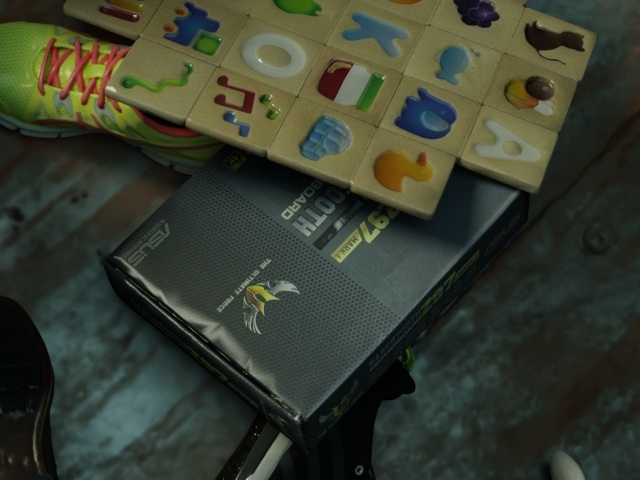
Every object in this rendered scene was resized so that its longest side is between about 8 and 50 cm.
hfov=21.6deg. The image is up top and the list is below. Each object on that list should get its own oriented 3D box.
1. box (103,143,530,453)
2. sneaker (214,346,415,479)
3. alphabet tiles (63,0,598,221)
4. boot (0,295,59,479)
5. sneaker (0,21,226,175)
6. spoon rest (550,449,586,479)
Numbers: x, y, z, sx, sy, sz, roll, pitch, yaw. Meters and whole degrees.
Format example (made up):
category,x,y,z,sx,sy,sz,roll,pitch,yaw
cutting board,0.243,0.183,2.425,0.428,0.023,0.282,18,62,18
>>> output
category,x,y,z,sx,sy,sz,roll,pitch,yaw
box,0.000,0.000,1.129,0.183,0.059,0.233,38,72,22
sneaker,-0.007,0.157,1.132,0.097,0.084,0.234,34,71,-6
alphabet tiles,0.013,-0.150,1.165,0.343,0.011,0.285,21,48,5
boot,-0.209,0.146,1.096,0.082,0.106,0.219,-5,50,-12
sneaker,-0.145,-0.109,1.153,0.209,0.094,0.081,13,75,-11
spoon rest,0.075,0.227,1.129,0.276,0.084,0.137,-23,109,-20
